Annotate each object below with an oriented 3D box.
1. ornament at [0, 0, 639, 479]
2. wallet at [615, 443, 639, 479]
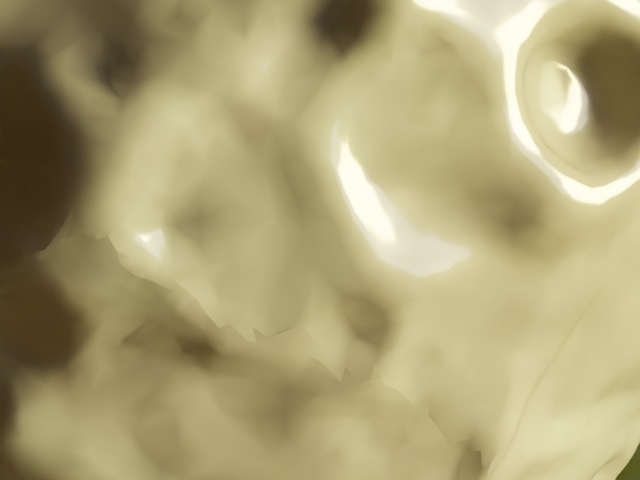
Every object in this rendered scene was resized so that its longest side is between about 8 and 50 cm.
[{"bbox_3d":[-0.050,-0.040,0.488,0.337,0.337,0.337,-11,90,-77],"label":"ornament"},{"bbox_3d":[0.000,0.000,0.754,0.077,0.309,0.223,-49,128,-42],"label":"wallet"}]
